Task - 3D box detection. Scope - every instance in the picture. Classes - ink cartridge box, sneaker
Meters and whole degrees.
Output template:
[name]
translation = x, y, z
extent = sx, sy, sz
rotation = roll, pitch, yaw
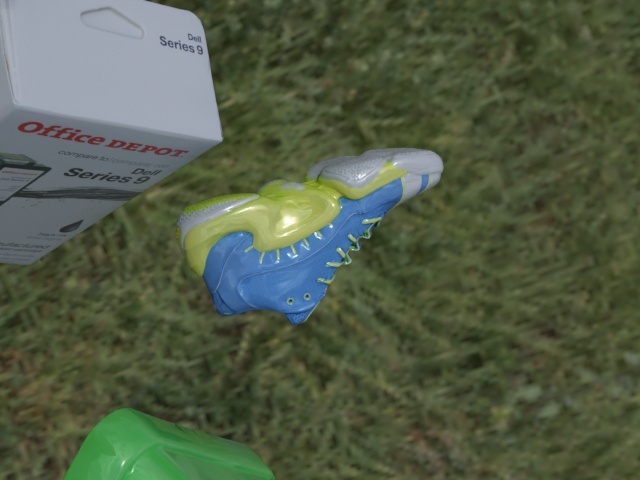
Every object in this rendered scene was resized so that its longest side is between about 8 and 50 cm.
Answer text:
[ink cartridge box]
translation = -0.253, -0.090, 1.394
extent = 0.211, 0.289, 0.122
rotation = 6, 64, -43
[sneaker]
translation = 0.000, 0.000, 1.469
extent = 0.091, 0.240, 0.126
rotation = -123, -162, -81

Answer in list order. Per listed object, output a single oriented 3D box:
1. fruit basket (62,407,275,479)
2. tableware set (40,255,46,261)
[fruit basket]
translation = -0.186, 0.284, 1.195
extent = 0.283, 0.392, 0.392
rotation = 32, 48, -63
[tableware set]
translation = -0.332, -0.053, 1.781
extent = 0.020, 0.141, 0.169
rotation = -23, 94, -31
